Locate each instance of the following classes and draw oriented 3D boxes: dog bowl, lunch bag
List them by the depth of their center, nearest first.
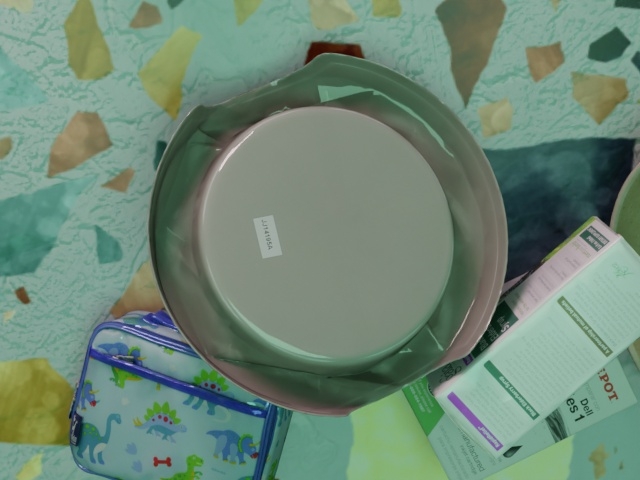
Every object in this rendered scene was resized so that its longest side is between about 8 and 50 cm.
[{"bbox_3d":[0.000,0.000,1.305,0.349,0.102,0.349,3,77,-14],"label":"dog bowl"},{"bbox_3d":[-0.143,0.174,1.386,0.219,0.090,0.176,19,104,13],"label":"lunch bag"}]

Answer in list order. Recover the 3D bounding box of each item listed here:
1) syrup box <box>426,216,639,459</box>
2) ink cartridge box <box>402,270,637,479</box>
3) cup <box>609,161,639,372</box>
[{"bbox_3d":[0.220,0.095,1.332,0.237,0.093,0.096,-41,103,6],"label":"syrup box"},{"bbox_3d":[0.202,0.140,1.441,0.219,0.092,0.160,-27,107,3],"label":"ink cartridge box"},{"bbox_3d":[0.484,0.033,1.349,0.237,0.331,0.331,-16,110,-26],"label":"cup"}]
